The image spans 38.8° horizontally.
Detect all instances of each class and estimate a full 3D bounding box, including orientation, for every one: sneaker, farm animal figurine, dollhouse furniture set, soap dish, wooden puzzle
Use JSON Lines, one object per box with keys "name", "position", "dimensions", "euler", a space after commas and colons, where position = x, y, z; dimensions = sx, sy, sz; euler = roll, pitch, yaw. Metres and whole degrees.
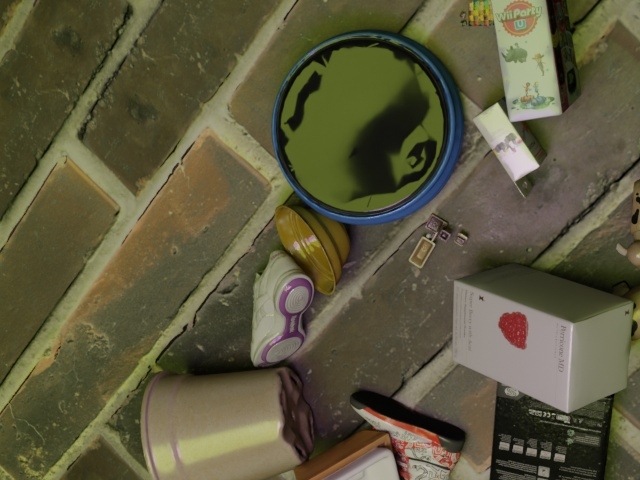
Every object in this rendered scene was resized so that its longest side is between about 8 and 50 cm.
{"name": "sneaker", "position": [-0.097, 0.156, 2.040], "dimensions": [0.152, 0.114, 0.305], "euler": [55, 138, 40]}
{"name": "sneaker", "position": [0.173, 0.446, 2.010], "dimensions": [0.270, 0.090, 0.145], "euler": [21, 110, 13]}
{"name": "farm animal figurine", "position": [0.639, 0.069, 1.659], "dimensions": [0.330, 0.172, 0.327], "euler": [41, 116, 6]}
{"name": "dollhouse furniture set", "position": [0.231, 0.022, 1.863], "dimensions": [0.091, 0.081, 0.114], "euler": [33, 115, 10]}
{"name": "soap dish", "position": [0.068, 0.572, 1.994], "dimensions": [0.118, 0.229, 0.291], "euler": [33, 143, 53]}
{"name": "wooden puzzle", "position": [0.306, -0.435, 1.735], "dimensions": [0.083, 0.006, 0.049], "euler": [3, 107, 21]}

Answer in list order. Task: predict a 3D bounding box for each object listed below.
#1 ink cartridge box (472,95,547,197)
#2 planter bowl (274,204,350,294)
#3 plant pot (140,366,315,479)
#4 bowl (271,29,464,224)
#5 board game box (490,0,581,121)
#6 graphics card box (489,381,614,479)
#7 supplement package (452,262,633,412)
{"name": "ink cartridge box", "position": [0.372, -0.180, 1.731], "dimensions": [0.061, 0.104, 0.181], "euler": [-33, 93, 27]}
{"name": "planter bowl", "position": [0.000, 0.000, 1.923], "dimensions": [0.217, 0.090, 0.217], "euler": [47, 157, 27]}
{"name": "plant pot", "position": [-0.189, 0.424, 2.052], "dimensions": [0.305, 0.334, 0.334], "euler": [-16, 100, 14]}
{"name": "bowl", "position": [0.085, -0.223, 1.801], "dimensions": [0.391, 0.077, 0.391], "euler": [1, 94, 15]}
{"name": "board game box", "position": [0.376, -0.380, 1.602], "dimensions": [0.097, 0.224, 0.303], "euler": [-7, 103, 25]}
{"name": "graphics card box", "position": [0.473, 0.454, 1.889], "dimensions": [0.232, 0.094, 0.371], "euler": [7, 109, 21]}
{"name": "supplement package", "position": [0.411, 0.173, 1.713], "dimensions": [0.293, 0.175, 0.178], "euler": [20, 116, 51]}
